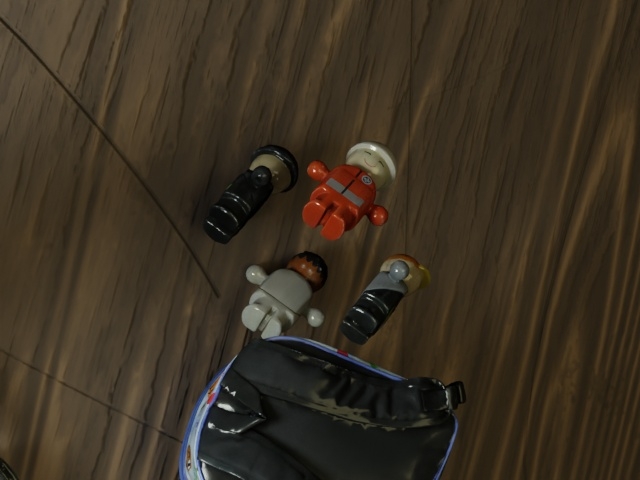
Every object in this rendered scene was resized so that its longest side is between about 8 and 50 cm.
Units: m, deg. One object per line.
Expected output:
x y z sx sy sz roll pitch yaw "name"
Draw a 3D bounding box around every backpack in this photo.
-0.016 0.233 2.031 0.263 0.213 0.276 32 65 -12 "backpack"

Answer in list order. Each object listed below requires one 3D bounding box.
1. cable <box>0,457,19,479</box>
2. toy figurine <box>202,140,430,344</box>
-0.288 0.334 1.936 0.287 0.072 0.139 37 67 -24 "cable"
0.000 0.000 2.052 0.148 0.213 0.209 -49 126 -46 "toy figurine"
